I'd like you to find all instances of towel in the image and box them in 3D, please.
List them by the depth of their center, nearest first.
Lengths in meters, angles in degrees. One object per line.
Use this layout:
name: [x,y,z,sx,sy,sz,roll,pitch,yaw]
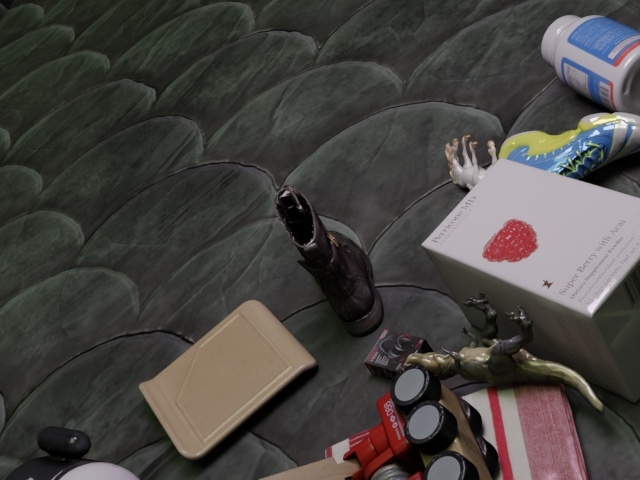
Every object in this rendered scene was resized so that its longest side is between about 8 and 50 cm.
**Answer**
towel: [0.159,0.299,1.301,0.328,0.037,0.237,-22,38,17]

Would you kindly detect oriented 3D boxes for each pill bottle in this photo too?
pill bottle: [0.441,-0.277,1.660,0.124,0.124,0.221,-37,37,-3]

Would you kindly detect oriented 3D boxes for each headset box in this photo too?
headset box: [0.106,0.162,1.501,0.083,0.032,0.062,12,56,43]

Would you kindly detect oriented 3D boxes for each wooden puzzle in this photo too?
wooden puzzle: [-0.142,0.211,1.639,0.238,0.044,0.221,-36,35,-10]

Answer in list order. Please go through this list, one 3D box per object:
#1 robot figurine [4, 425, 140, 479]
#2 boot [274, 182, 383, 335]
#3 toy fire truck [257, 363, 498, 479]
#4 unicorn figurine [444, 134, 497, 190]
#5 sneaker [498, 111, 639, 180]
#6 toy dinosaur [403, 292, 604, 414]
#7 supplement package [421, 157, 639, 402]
robot figurine: [-0.344,0.382,1.460,0.278,0.209,0.174,-9,34,50]
boot: [0.000,0.000,1.600,0.091,0.229,0.263,-33,36,2]
toy fire truck: [0.071,0.287,1.248,0.246,0.158,0.217,-39,36,15]
unicorn figurine: [0.238,-0.101,1.660,0.060,0.111,0.162,-4,14,-5]
sneaker: [0.369,-0.105,1.568,0.240,0.091,0.126,-11,54,40]
toy dinosaur: [0.223,0.133,1.319,0.268,0.118,0.064,5,21,39]
supplement package: [0.308,0.040,1.358,0.177,0.175,0.293,-47,37,-15]
